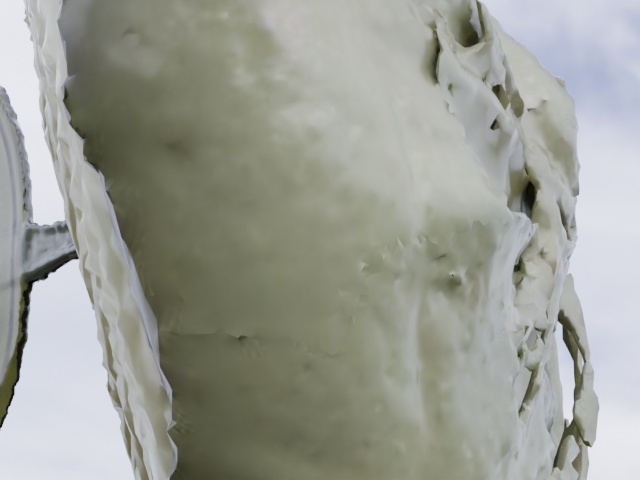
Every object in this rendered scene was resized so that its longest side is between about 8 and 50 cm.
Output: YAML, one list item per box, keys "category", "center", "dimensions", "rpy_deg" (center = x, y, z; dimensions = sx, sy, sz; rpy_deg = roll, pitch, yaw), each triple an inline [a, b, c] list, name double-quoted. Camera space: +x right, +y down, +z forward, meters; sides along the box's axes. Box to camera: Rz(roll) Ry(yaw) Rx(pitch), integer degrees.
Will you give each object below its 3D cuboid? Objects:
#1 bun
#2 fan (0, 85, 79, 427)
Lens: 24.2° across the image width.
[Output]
- category: "bun"
  center: [0.000, 0.000, 0.442]
  dimensions: [0.146, 0.287, 0.287]
  rpy_deg: [-11, -29, -8]
- category: "fan"
  center: [-0.172, 0.016, 0.725]
  dimensions: [0.011, 0.229, 0.335]
  rpy_deg: [10, -18, -39]
